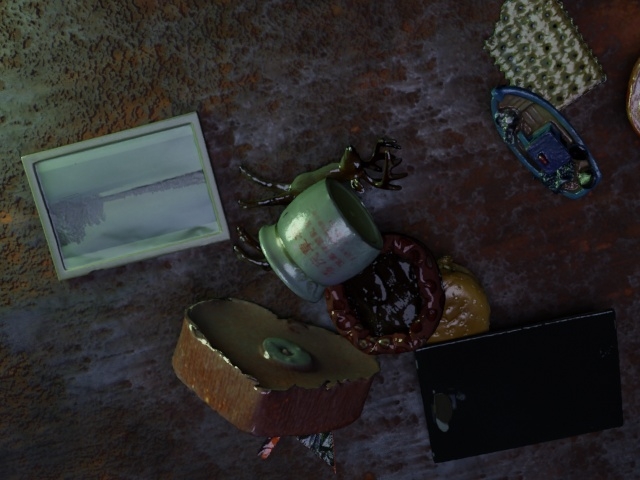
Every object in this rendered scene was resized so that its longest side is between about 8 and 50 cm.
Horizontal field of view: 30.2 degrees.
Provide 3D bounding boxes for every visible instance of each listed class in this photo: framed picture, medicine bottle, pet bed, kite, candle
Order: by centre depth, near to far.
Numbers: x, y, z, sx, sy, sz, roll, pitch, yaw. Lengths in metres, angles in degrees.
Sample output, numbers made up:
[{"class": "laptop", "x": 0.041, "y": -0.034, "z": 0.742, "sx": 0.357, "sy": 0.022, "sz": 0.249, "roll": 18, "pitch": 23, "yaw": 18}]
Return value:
[{"class": "medicine bottle", "x": 0.000, "y": 0.000, "z": 1.771, "sx": 0.143, "sy": 0.147, "sz": 0.147, "roll": -38, "pitch": 100, "yaw": 17}, {"class": "candle", "x": -0.074, "y": 0.215, "z": 1.815, "sx": 0.316, "sy": 0.287, "sz": 0.131, "roll": 16, "pitch": 106, "yaw": -3}, {"class": "pet bed", "x": 0.100, "y": 0.085, "z": 1.842, "sx": 0.201, "sy": 0.053, "sz": 0.201, "roll": 5, "pitch": 103, "yaw": 21}, {"class": "framed picture", "x": -0.307, "y": -0.069, "z": 1.887, "sx": 0.289, "sy": 0.016, "sz": 0.213, "roll": -14, "pitch": 102, "yaw": 2}, {"class": "framed picture", "x": 0.325, "y": 0.240, "z": 1.921, "sx": 0.323, "sy": 0.013, "sz": 0.244, "roll": -11, "pitch": 120, "yaw": 2}, {"class": "kite", "x": -0.039, "y": 0.293, "z": 1.968, "sx": 0.232, "sy": 0.009, "sz": 0.189, "roll": 38, "pitch": 99, "yaw": -8}]

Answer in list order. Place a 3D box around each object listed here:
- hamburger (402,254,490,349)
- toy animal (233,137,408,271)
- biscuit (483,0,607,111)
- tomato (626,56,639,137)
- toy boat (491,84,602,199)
[{"class": "hamburger", "x": 0.200, "y": 0.107, "z": 1.896, "sx": 0.138, "sy": 0.083, "sz": 0.147, "roll": -39, "pitch": 103, "yaw": 8}, {"class": "toy animal", "x": -0.002, "y": -0.058, "z": 1.872, "sx": 0.259, "sy": 0.087, "sz": 0.244, "roll": 4, "pitch": 116, "yaw": -5}, {"class": "biscuit", "x": 0.341, "y": -0.294, "z": 1.846, "sx": 0.144, "sy": 0.016, "sz": 0.203, "roll": -36, "pitch": 101, "yaw": 6}, {"class": "tomato", "x": 0.590, "y": -0.218, "z": 1.811, "sx": 0.236, "sy": 0.095, "sz": 0.237, "roll": 3, "pitch": 99, "yaw": 16}, {"class": "toy boat", "x": 0.339, "y": -0.153, "z": 1.827, "sx": 0.223, "sy": 0.097, "sz": 0.100, "roll": 45, "pitch": 116, "yaw": -11}]
